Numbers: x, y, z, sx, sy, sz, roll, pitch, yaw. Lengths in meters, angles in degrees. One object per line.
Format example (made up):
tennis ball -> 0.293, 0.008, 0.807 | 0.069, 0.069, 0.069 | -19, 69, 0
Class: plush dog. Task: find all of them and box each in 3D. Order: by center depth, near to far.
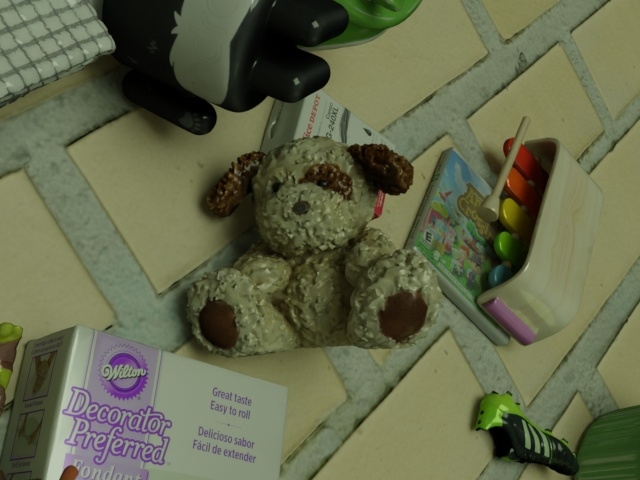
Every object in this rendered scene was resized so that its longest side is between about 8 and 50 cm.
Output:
plush dog -> 0.000, 0.000, 1.023 | 0.210, 0.262, 0.225 | 2, 83, -77

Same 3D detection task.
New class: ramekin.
ramekin -> 0.500, 0.375, 1.383 | 0.303, 0.148, 0.303 | 15, 67, -39

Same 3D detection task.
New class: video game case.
video game case -> 0.215, 0.007, 1.327 | 0.212, 0.023, 0.193 | 43, 51, -24

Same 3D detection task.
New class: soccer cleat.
soccer cleat -> 0.271, 0.271, 1.276 | 0.179, 0.060, 0.072 | 40, 62, -18

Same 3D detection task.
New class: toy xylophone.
toy xylophone -> 0.299, -0.030, 1.343 | 0.236, 0.081, 0.322 | 49, 49, -21

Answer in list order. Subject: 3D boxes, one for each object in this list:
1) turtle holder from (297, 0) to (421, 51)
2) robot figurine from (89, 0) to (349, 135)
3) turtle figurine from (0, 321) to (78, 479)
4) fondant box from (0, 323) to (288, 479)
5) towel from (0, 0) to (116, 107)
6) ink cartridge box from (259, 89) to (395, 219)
turtle holder -> -0.036, -0.350, 1.070 | 0.320, 0.227, 0.243 | 30, 59, -32
robot figurine -> -0.116, -0.232, 0.944 | 0.278, 0.173, 0.209 | 25, 77, 11
turtle figurine -> -0.271, 0.174, 0.739 | 0.087, 0.269, 0.217 | 78, 3, -64
fondant box -> -0.163, 0.266, 0.844 | 0.238, 0.096, 0.330 | 23, 61, -36
towel -> -0.352, -0.200, 0.809 | 0.284, 0.121, 0.235 | -39, 102, -41
ink cartridge box -> 0.009, -0.100, 1.143 | 0.150, 0.063, 0.109 | 32, 57, -32
